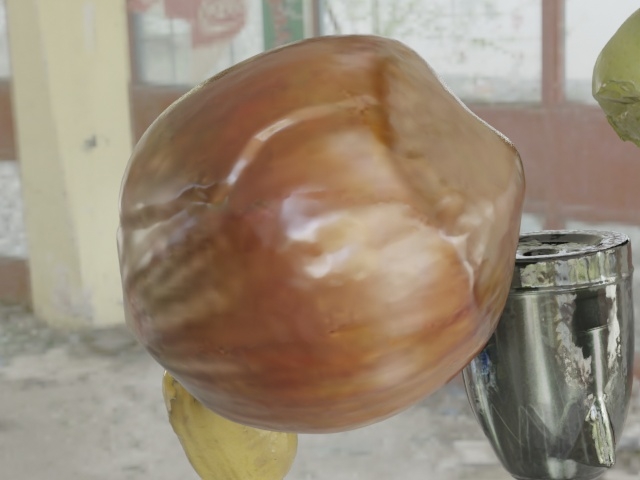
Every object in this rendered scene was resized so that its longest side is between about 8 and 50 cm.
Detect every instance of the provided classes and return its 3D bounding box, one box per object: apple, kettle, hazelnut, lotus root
[{"bbox_3d":[0.516,-0.201,1.851,0.279,0.279,0.279,-2,13,0],"label":"apple"},{"bbox_3d":[0.270,0.159,1.759,0.228,0.324,0.321,-10,9,-28],"label":"kettle"},{"bbox_3d":[0.000,0.000,1.185,0.372,0.372,0.315,-3,10,-3],"label":"hazelnut"},{"bbox_3d":[-0.115,0.232,1.738,0.146,0.303,0.131,0,44,26],"label":"lotus root"}]
